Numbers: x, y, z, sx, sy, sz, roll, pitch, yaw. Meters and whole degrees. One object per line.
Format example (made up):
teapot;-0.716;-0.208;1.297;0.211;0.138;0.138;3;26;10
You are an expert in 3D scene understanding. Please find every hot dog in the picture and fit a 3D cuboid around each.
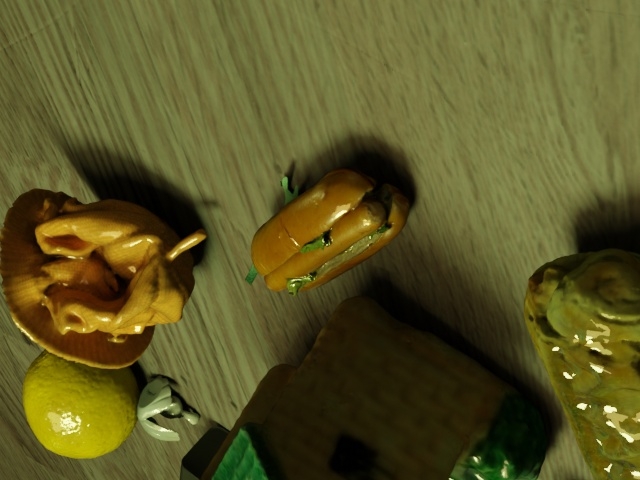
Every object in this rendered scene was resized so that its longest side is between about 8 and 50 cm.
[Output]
hot dog;0.000;0.000;1.111;0.100;0.068;0.249;24;153;-17

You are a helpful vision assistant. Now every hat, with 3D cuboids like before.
hat;-0.219;0.016;1.328;0.233;0.233;0.244;-21;83;37

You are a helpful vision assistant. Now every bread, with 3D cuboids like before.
bread;0.259;0.121;0.931;0.152;0.130;0.267;14;138;52

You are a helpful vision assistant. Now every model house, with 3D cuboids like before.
model house;0.012;0.310;1.177;0.335;0.342;0.382;31;141;6

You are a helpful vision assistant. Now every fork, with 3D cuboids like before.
fork;-0.051;-0.010;1.223;0.039;0.021;0.235;44;150;7

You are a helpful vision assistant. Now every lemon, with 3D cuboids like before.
lemon;-0.371;0.242;1.730;0.178;0.178;0.203;9;122;42

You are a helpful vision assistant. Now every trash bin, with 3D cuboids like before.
trash bin;-0.135;0.409;1.731;0.165;0.115;0.225;32;143;20

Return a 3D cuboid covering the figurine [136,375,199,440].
figurine;-0.241;0.263;1.717;0.086;0.082;0.094;44;163;-34
